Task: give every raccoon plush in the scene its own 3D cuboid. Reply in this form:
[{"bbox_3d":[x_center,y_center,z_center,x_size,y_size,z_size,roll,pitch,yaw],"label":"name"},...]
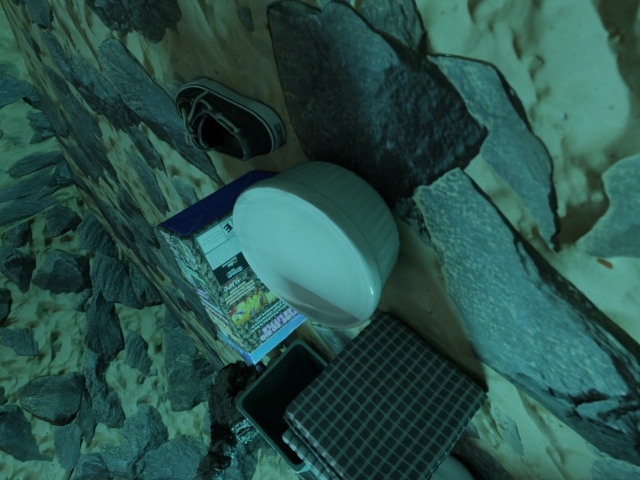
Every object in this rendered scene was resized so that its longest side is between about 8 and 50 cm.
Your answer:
[{"bbox_3d":[-0.239,0.591,1.378,0.216,0.446,0.299,22,164,36],"label":"raccoon plush"}]

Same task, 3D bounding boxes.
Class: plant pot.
[{"bbox_3d":[-0.042,0.486,1.185,0.248,0.247,0.252,35,157,29],"label":"plant pot"}]

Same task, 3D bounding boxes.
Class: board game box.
[{"bbox_3d":[-0.131,0.044,0.822,0.141,0.232,0.291,16,134,49],"label":"board game box"}]

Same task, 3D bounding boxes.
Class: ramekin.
[{"bbox_3d":[0.000,0.000,0.660,0.273,0.127,0.272,26,140,24],"label":"ramekin"}]

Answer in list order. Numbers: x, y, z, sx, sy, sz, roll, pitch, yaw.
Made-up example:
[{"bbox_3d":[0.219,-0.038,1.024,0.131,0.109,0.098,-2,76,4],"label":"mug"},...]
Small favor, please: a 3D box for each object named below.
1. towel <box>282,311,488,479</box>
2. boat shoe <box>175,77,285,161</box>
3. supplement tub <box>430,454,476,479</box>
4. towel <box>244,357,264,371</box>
[{"bbox_3d":[0.105,0.281,0.686,0.235,0.284,0.121,38,147,23],"label":"towel"},{"bbox_3d":[-0.201,-0.214,0.769,0.306,0.105,0.113,33,145,32],"label":"boat shoe"},{"bbox_3d":[0.264,0.657,0.918,0.235,0.235,0.324,10,130,51],"label":"supplement tub"},{"bbox_3d":[-0.203,0.628,1.787,0.336,0.040,0.243,34,148,35],"label":"towel"}]
